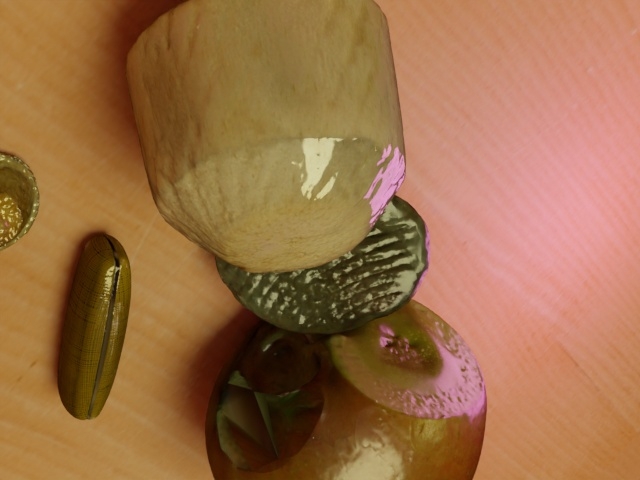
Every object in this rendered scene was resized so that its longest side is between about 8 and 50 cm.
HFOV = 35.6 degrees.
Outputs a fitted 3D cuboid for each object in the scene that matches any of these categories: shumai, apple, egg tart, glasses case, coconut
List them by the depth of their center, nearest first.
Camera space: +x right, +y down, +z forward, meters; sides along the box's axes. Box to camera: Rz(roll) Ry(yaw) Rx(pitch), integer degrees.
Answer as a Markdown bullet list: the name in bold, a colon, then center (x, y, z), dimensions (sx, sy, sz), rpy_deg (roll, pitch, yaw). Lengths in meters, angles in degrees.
- **coconut**: center (-0.055, -0.141, 1.009), dimensions (0.329, 0.329, 0.328), rpy_deg (-21, 131, -26)
- **egg tart**: center (-0.344, -0.032, 1.017), dimensions (0.129, 0.049, 0.128), rpy_deg (-21, 131, -27)
- **glasses case**: center (-0.265, 0.105, 1.158), dimensions (0.064, 0.079, 0.234), rpy_deg (0, 120, -30)
- **shumai**: center (0.000, 0.000, 1.273), dimensions (0.272, 0.203, 0.222), rpy_deg (24, 98, -9)
- **apple**: center (0.025, 0.237, 1.328), dimensions (0.374, 0.374, 0.383), rpy_deg (40, 63, -47)
